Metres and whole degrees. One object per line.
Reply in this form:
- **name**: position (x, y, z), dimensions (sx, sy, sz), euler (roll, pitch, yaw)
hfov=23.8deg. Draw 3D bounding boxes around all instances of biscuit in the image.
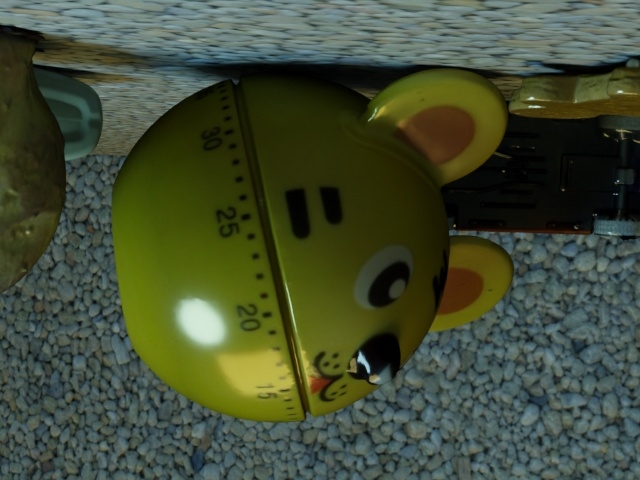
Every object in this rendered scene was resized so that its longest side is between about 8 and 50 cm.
- **biscuit**: position (0.248, -0.127, 1.297), dimensions (0.158, 0.035, 0.240), euler (6, 179, -30)

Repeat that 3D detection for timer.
- **timer**: position (0.000, 0.000, 1.465), dimensions (0.387, 0.376, 0.376), euler (-10, -179, -1)

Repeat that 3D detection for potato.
- **potato**: position (-0.365, -0.063, 1.321), dimensions (0.289, 0.237, 0.301), euler (4, 180, -14)

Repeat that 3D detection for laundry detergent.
- **laundry detergent**: position (-0.383, -0.131, 1.636), dimensions (0.215, 0.105, 0.280), euler (1, 180, -38)

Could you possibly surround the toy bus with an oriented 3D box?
- **toy bus**: position (0.216, -0.079, 1.684), dimensions (0.329, 0.143, 0.153), euler (1, -175, -11)
